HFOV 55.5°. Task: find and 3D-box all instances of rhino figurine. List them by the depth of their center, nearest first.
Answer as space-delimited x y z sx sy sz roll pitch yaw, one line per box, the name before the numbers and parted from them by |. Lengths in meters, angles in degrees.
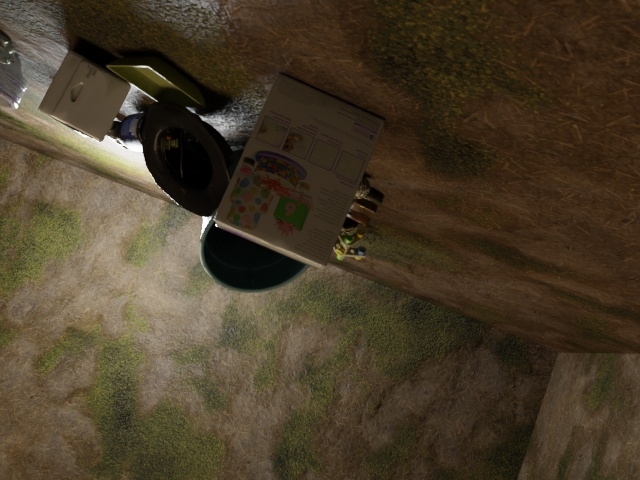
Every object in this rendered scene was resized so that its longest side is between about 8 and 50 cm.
rhino figurine | -0.727 -0.392 2.182 0.106 0.073 0.243 15 168 21

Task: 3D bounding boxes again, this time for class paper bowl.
paper bowl | -1.033 -0.529 1.842 0.285 0.148 0.284 22 171 4

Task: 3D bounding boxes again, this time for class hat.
hat | -0.321 -0.225 1.605 0.332 0.331 0.134 15 -149 36

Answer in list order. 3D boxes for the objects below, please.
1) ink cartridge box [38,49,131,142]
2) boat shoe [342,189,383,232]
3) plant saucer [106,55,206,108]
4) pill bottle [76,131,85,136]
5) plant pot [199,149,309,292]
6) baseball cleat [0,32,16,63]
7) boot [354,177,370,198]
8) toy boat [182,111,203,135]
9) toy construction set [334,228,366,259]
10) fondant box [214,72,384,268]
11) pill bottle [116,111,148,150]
ink cartridge box | -0.614 -0.371 1.591 0.168 0.171 0.233 27 -179 -23
boat shoe | 0.080 -0.091 1.901 0.123 0.119 0.324 24 171 -14
plant saucer | -0.391 -0.390 1.476 0.189 0.045 0.188 14 168 40
pill bottle | -0.853 -0.429 2.178 0.094 0.094 0.169 16 169 33
plant pot | -0.204 -0.081 1.786 0.341 0.341 0.334 28 -157 -33
baseball cleat | -0.926 -0.567 1.675 0.109 0.072 0.206 34 168 8
boot | 0.011 -0.174 1.695 0.179 0.085 0.236 24 173 -32
toy boat | -0.429 -0.310 1.775 0.151 0.151 0.231 -11 164 -36
toy construction set | 0.000 0.000 2.205 0.328 0.151 0.215 -9 -123 -41
fondant box | -0.043 -0.137 1.242 0.239 0.330 0.096 23 171 -6
pill bottle | -0.559 -0.341 1.918 0.123 0.122 0.219 29 169 -38
